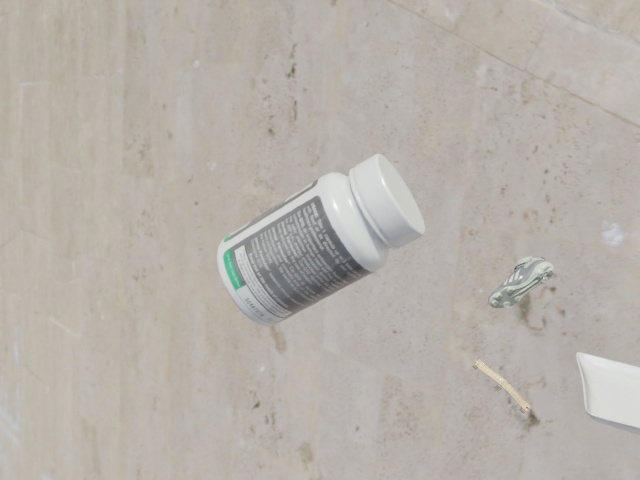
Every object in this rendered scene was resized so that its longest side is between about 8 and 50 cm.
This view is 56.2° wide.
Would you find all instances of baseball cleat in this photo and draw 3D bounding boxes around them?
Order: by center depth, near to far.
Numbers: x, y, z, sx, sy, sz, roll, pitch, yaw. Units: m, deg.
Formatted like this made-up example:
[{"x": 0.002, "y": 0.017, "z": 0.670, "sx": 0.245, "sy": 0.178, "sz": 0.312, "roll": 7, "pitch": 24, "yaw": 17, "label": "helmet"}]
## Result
[{"x": 0.557, "y": 0.117, "z": 1.697, "sx": 0.206, "sy": 0.072, "sz": 0.109, "roll": -28, "pitch": 26, "yaw": 3, "label": "baseball cleat"}]

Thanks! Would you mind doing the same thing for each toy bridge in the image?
[{"x": 0.496, "y": 0.396, "z": 1.647, "sx": 0.026, "sy": 0.063, "sz": 0.188, "roll": -43, "pitch": 73, "yaw": -12, "label": "toy bridge"}]

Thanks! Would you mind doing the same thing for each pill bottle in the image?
[{"x": 0.000, "y": 0.000, "z": 1.137, "sx": 0.361, "sy": 0.204, "sz": 0.204, "roll": -30, "pitch": 70, "yaw": 20, "label": "pill bottle"}]

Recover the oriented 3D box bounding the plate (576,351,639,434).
[{"x": 0.734, "y": 0.372, "z": 1.370, "sx": 0.277, "sy": 0.278, "sz": 0.045, "roll": 14, "pitch": 112, "yaw": 13, "label": "plate"}]
